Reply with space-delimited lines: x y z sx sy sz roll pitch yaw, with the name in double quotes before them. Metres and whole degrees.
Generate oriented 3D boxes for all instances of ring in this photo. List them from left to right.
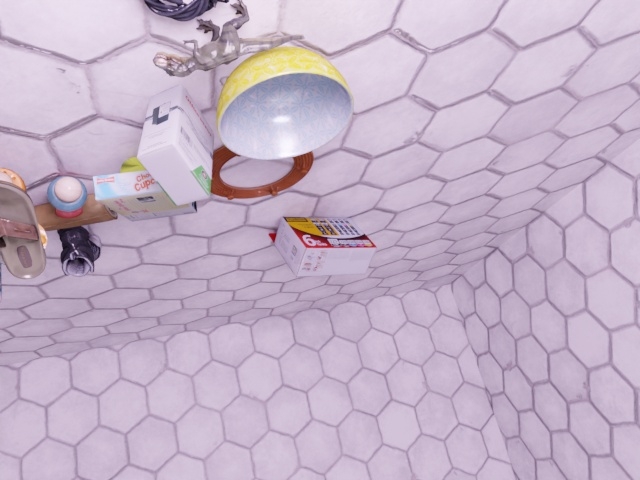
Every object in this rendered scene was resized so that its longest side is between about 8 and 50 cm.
"ring" -0.180 -0.197 1.477 0.336 0.032 0.337 -12 159 -5

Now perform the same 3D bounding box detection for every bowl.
"bowl" -0.085 -0.312 1.073 0.289 0.156 0.289 -12 159 -5

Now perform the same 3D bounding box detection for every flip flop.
"flip flop" -0.683 -0.013 1.130 0.112 0.080 0.277 -12 130 -20

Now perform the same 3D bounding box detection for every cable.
"cable" -0.232 -0.438 0.827 0.150 0.047 0.184 -9 162 1

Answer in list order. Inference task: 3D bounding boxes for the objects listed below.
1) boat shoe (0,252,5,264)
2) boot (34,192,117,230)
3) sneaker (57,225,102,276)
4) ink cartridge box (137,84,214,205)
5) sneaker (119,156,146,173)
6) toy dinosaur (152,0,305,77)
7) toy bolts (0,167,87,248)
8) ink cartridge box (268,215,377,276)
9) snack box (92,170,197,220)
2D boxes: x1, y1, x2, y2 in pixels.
"boat shoe" -0.885 -0.004 1.349 0.079 0.081 0.227 7 156 36
"boot" -0.708 -0.085 1.347 0.269 0.089 0.236 -11 172 -6
"sneaker" -0.732 0.048 1.559 0.101 0.153 0.269 -9 158 -13
"ink cartridge box" -0.300 -0.204 1.089 0.086 0.209 0.153 -16 138 11
"sneaker" -0.380 -0.197 1.294 0.239 0.091 0.126 -13 172 16
"toy dinosaur" -0.169 -0.368 0.929 0.267 0.118 0.064 -15 159 0
"toy bolts" -0.664 -0.076 1.203 0.228 0.219 0.158 -16 -179 -29
"ink cartridge box" 0.000 0.000 1.891 0.309 0.272 0.130 0 124 -34
"snack box" -0.427 -0.110 1.294 0.186 0.060 0.322 -8 175 -8
